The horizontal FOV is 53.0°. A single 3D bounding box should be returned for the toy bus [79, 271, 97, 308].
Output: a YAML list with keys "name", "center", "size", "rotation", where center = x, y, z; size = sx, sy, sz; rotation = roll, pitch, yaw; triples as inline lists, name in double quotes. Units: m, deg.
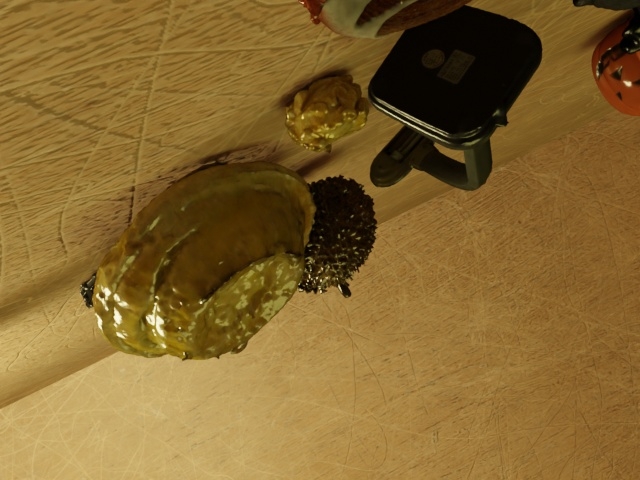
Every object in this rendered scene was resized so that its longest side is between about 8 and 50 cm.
- name: "toy bus"
  center: [-0.318, 0.066, 0.954]
  size: [0.052, 0.037, 0.130]
  rotation: [-24, 175, -42]

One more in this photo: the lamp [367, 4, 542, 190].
- name: "lamp"
  center: [0.143, -0.145, 0.625]
  size: [0.203, 0.124, 0.283]
  rotation: [-56, 171, -5]

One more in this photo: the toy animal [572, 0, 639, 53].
- name: "toy animal"
  center: [0.272, -0.255, 0.560]
  size: [0.117, 0.121, 0.210]
  rotation: [23, -176, 33]

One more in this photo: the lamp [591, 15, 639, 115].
- name: "lamp"
  center: [0.521, -0.272, 0.981]
  size: [0.187, 0.164, 0.187]
  rotation: [-28, 174, -3]

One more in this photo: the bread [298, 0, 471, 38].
- name: "bread"
  center: [0.050, -0.162, 0.297]
  size: [0.160, 0.073, 0.160]
  rotation: [-26, 176, -2]

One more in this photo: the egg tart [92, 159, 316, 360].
- name: "egg tart"
  center: [-0.110, 0.042, 0.737]
  size: [0.290, 0.115, 0.290]
  rotation: [-32, 151, -20]

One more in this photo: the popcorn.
- name: "popcorn"
  center: [0.007, -0.118, 0.606]
  size: [0.082, 0.057, 0.083]
  rotation: [-33, 171, 4]

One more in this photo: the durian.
- name: "durian"
  center: [0.000, 0.000, 0.936]
  size: [0.167, 0.196, 0.196]
  rotation: [-31, 177, -23]
